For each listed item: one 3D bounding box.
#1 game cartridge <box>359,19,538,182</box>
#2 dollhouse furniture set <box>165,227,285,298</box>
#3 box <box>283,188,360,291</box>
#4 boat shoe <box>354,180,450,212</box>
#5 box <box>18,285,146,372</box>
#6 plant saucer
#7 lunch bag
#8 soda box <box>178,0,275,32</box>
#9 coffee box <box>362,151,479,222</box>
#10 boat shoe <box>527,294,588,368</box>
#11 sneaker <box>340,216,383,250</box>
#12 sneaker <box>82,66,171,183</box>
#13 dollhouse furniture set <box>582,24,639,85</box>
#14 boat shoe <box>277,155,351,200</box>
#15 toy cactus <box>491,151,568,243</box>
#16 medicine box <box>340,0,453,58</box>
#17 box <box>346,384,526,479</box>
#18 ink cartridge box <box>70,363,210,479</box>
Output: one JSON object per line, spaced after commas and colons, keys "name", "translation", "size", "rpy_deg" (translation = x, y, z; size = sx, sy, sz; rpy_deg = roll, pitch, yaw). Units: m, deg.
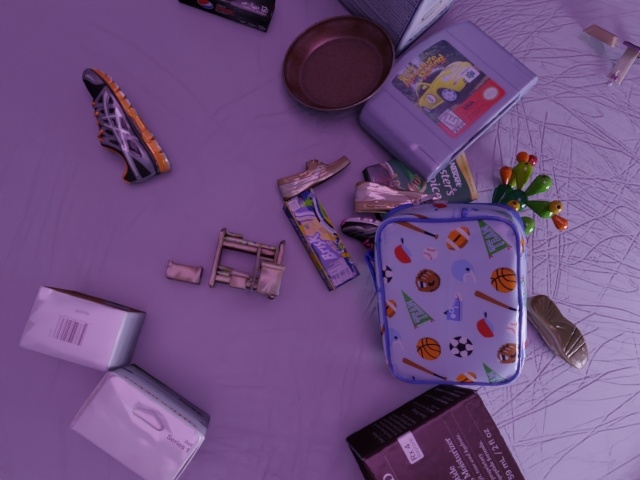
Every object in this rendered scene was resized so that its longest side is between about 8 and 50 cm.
{"name": "game cartridge", "translation": [0.219, -0.260, 1.126], "size": [0.294, 0.060, 0.196], "rpy_deg": [-42, 73, -15]}
{"name": "dollhouse furniture set", "translation": [-0.149, 0.023, 1.007], "size": [0.181, 0.161, 0.101], "rpy_deg": [12, 81, -6]}
{"name": "box", "translation": [0.000, 0.000, 1.080], "size": [0.054, 0.059, 0.169], "rpy_deg": [-28, 86, -11]}
{"name": "boat shoe", "translation": [0.138, -0.054, 1.066], "size": [0.170, 0.063, 0.059], "rpy_deg": [12, 85, 4]}
{"name": "box", "translation": [-0.352, 0.133, 0.962], "size": [0.130, 0.170, 0.091], "rpy_deg": [17, 82, -4]}
{"name": "plant saucer", "translation": [0.033, -0.304, 1.112], "size": [0.198, 0.036, 0.199], "rpy_deg": [-5, 68, 13]}
{"name": "lunch bag", "translation": [0.199, 0.078, 1.002], "size": [0.243, 0.115, 0.303], "rpy_deg": [-1, 107, 18]}
{"name": "soda box", "translation": [-0.166, -0.430, 1.120], "size": [0.168, 0.060, 0.053], "rpy_deg": [17, 79, -4]}
{"name": "coffee box", "translation": [0.177, -0.100, 1.126], "size": [0.184, 0.040, 0.113], "rpy_deg": [-15, 84, -9]}
{"name": "boat shoe", "translation": [0.413, 0.162, 1.122], "size": [0.056, 0.048, 0.153], "rpy_deg": [-44, 96, -23]}
{"name": "sneaker", "translation": [0.108, 0.018, 1.089], "size": [0.170, 0.063, 0.075], "rpy_deg": [25, 74, -8]}
{"name": "sneaker", "translation": [-0.338, -0.191, 1.056], "size": [0.083, 0.084, 0.215], "rpy_deg": [-34, 88, -5]}
{"name": "dollhouse furniture set", "translation": [0.551, -0.355, 1.225], "size": [0.114, 0.091, 0.081], "rpy_deg": [39, 121, 21]}
{"name": "boat shoe", "translation": [-0.012, -0.117, 1.100], "size": [0.135, 0.050, 0.045], "rpy_deg": [-29, 92, -10]}
{"name": "toy cactus", "translation": [0.323, -0.052, 1.093], "size": [0.112, 0.219, 0.180], "rpy_deg": [38, 123, -24]}
{"name": "medicine box", "translation": [0.112, -0.490, 1.046], "size": [0.149, 0.289, 0.263], "rpy_deg": [-43, 89, -8]}
{"name": "box", "translation": [0.175, 0.349, 0.999], "size": [0.203, 0.167, 0.168], "rpy_deg": [-28, 87, -10]}
{"name": "ink cartridge box", "translation": [-0.253, 0.264, 0.931], "size": [0.160, 0.219, 0.093], "rpy_deg": [35, 79, -1]}
